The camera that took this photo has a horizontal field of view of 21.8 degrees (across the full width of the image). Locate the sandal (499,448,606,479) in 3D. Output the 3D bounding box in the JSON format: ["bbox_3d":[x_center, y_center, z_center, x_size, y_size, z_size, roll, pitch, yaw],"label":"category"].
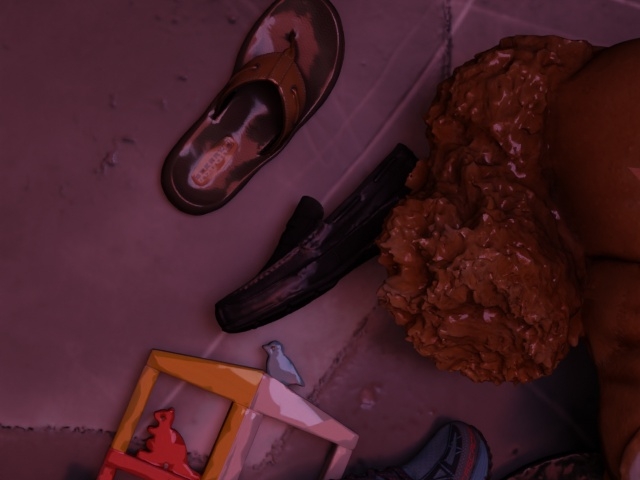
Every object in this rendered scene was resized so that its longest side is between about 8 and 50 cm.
[{"bbox_3d":[0.113,0.353,1.377,0.446,0.107,0.167,-41,92,-6],"label":"sandal"}]

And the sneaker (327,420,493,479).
[{"bbox_3d":[0.036,0.230,1.350,0.125,0.104,0.262,46,66,-8],"label":"sneaker"}]

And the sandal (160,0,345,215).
[{"bbox_3d":[-0.056,-0.116,1.399,0.090,0.060,0.219,41,85,-3],"label":"sandal"}]

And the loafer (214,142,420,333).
[{"bbox_3d":[0.000,0.000,1.397,0.223,0.076,0.078,-34,86,-10],"label":"loafer"}]

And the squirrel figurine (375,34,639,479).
[{"bbox_3d":[0.239,0.031,1.325,0.397,0.281,0.370,7,88,1],"label":"squirrel figurine"}]

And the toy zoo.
[{"bbox_3d":[-0.094,0.220,1.400,0.192,0.030,0.293,22,86,-4],"label":"toy zoo"}]
